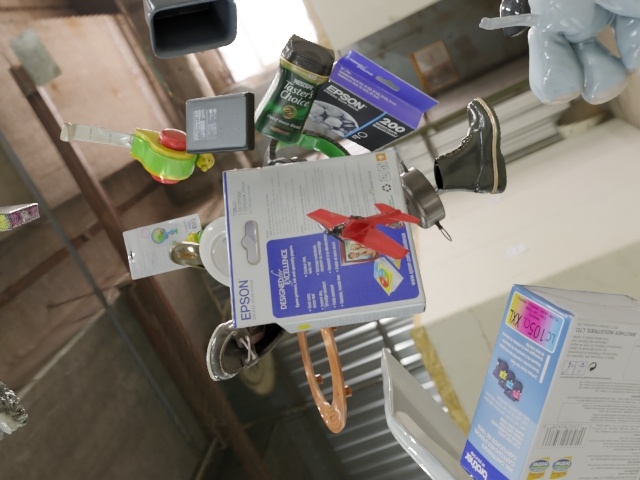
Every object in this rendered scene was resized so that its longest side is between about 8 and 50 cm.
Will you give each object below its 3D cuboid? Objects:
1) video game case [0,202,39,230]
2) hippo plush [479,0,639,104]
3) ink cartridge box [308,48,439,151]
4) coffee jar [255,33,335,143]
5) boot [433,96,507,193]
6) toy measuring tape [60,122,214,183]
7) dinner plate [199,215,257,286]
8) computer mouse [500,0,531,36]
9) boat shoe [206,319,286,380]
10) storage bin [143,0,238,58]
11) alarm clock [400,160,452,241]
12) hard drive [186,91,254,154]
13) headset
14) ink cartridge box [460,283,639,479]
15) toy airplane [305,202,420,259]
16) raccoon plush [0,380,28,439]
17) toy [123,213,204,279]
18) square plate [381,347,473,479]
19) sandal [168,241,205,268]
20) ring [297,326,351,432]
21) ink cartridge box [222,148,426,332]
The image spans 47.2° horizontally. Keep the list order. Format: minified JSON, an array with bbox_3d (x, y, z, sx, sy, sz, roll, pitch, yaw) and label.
[{"bbox_3d":[-0.748,-0.040,1.594,0.232,0.210,0.041,-135,37,-79],"label":"video game case"},{"bbox_3d":[0.378,-0.357,1.112,0.236,0.294,0.234,-83,3,-48],"label":"hippo plush"},{"bbox_3d":[0.080,-0.256,1.386,0.206,0.208,0.045,25,-115,-24],"label":"ink cartridge box"},{"bbox_3d":[-0.047,-0.269,1.304,0.096,0.184,0.079,20,-147,-13],"label":"coffee jar"},{"bbox_3d":[0.274,-0.183,1.411,0.077,0.137,0.197,110,154,-66],"label":"boot"},{"bbox_3d":[-0.387,-0.191,1.585,0.330,0.121,0.121,8,-132,-25],"label":"toy measuring tape"},{"bbox_3d":[-0.146,0.024,1.277,0.141,0.141,0.017,63,-161,-14],"label":"dinner plate"},{"bbox_3d":[0.432,-0.562,1.611,0.060,0.262,0.184,31,171,-23],"label":"computer mouse"},{"bbox_3d":[-0.161,0.225,1.697,0.335,0.096,0.112,-39,-65,-71],"label":"boat shoe"},{"bbox_3d":[-0.205,-0.342,1.120,0.098,0.135,0.091,95,151,-47],"label":"storage bin"},{"bbox_3d":[0.218,-0.072,1.555,0.192,0.064,0.129,53,174,17],"label":"alarm clock"},{"bbox_3d":[-0.169,-0.195,1.231,0.022,0.135,0.094,-2,-88,-57],"label":"hard drive"},{"bbox_3d":[-0.022,-0.103,1.783,0.243,0.185,0.394,10,-135,-19],"label":"headset"},{"bbox_3d":[0.404,0.286,1.199,0.151,0.270,0.395,-144,64,-62],"label":"ink cartridge box"},{"bbox_3d":[0.061,-0.019,0.877,0.151,0.151,0.028,-75,-4,-70],"label":"toy airplane"},{"bbox_3d":[-0.578,0.132,1.047,0.216,0.299,0.446,-139,54,-58],"label":"raccoon plush"},{"bbox_3d":[-0.422,0.018,2.033,0.056,0.237,0.136,-2,-100,-71],"label":"toy"},{"bbox_3d":[0.237,0.414,1.516,0.347,0.049,0.344,48,-171,-8],"label":"square plate"},{"bbox_3d":[-0.256,0.035,1.657,0.049,0.180,0.072,-94,4,-73],"label":"sandal"},{"bbox_3d":[0.005,0.255,1.618,0.336,0.032,0.336,167,90,-76],"label":"ring"},{"bbox_3d":[0.000,0.000,1.233,0.072,0.307,0.303,77,-175,-61],"label":"ink cartridge box"}]
